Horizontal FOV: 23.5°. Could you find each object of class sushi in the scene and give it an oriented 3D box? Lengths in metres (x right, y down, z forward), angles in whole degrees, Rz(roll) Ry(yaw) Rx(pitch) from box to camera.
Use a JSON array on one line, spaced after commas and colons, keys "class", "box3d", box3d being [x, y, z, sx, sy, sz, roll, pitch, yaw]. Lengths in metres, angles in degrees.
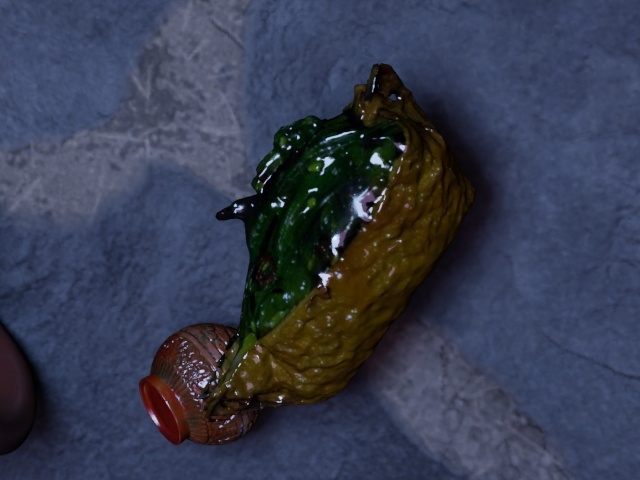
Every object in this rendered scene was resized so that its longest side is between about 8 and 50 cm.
[{"class": "sushi", "box3d": [0.001, 0.001, 1.155, 0.140, 0.149, 0.287, 25, 113, -31]}]

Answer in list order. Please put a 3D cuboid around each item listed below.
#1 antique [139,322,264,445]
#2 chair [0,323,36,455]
[{"class": "antique", "box3d": [-0.087, 0.113, 1.215, 0.104, 0.104, 0.104, 2, 99, 11]}, {"class": "chair", "box3d": [-0.431, 0.061, 1.215, 0.401, 0.226, 0.226, -1, 99, 10]}]
